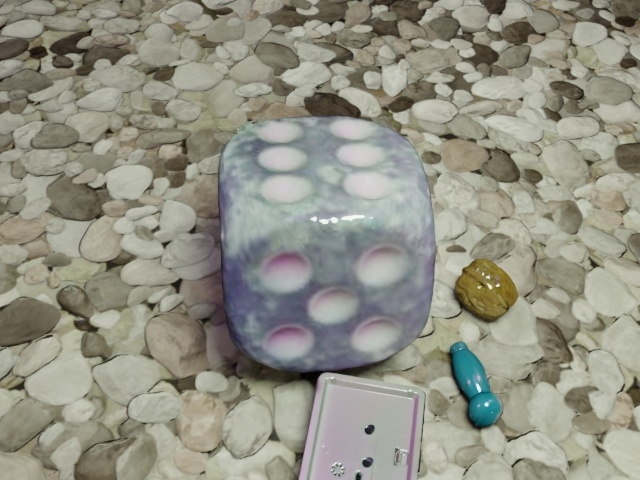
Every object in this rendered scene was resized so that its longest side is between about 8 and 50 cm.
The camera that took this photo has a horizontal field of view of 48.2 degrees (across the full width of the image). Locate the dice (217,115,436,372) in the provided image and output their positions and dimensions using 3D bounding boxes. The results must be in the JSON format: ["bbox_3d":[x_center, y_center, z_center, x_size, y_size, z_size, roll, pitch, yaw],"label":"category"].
[{"bbox_3d":[0.000,0.000,0.989,0.270,0.271,0.270,-3,38,-5],"label":"dice"}]

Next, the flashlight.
[{"bbox_3d":[0.214,0.199,1.004,0.051,0.051,0.129,-12,51,-11],"label":"flashlight"}]

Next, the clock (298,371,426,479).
[{"bbox_3d":[0.054,0.281,0.926,0.150,0.063,0.197,8,52,5],"label":"clock"}]

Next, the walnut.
[{"bbox_3d":[0.251,0.074,1.088,0.079,0.082,0.096,-46,64,1],"label":"walnut"}]
